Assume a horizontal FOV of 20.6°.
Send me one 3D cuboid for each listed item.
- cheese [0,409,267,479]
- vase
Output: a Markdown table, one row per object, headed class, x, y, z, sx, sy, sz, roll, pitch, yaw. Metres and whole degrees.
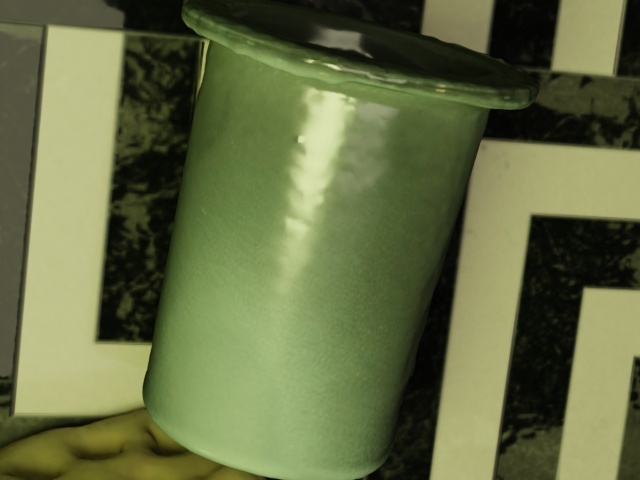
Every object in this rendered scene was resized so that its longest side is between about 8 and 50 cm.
| class | x | y | z | sx | sy | sz | roll | pitch | yaw |
| --- | --- | --- | --- | --- | --- | --- | --- | --- | --- |
| cheese | -0.131 | 0.202 | 1.198 | 0.218 | 0.235 | 0.117 | -30 | 130 | -53 |
| vase | 0.000 | 0.000 | 1.191 | 0.245 | 0.245 | 0.291 | 6 | 106 | -21 |
